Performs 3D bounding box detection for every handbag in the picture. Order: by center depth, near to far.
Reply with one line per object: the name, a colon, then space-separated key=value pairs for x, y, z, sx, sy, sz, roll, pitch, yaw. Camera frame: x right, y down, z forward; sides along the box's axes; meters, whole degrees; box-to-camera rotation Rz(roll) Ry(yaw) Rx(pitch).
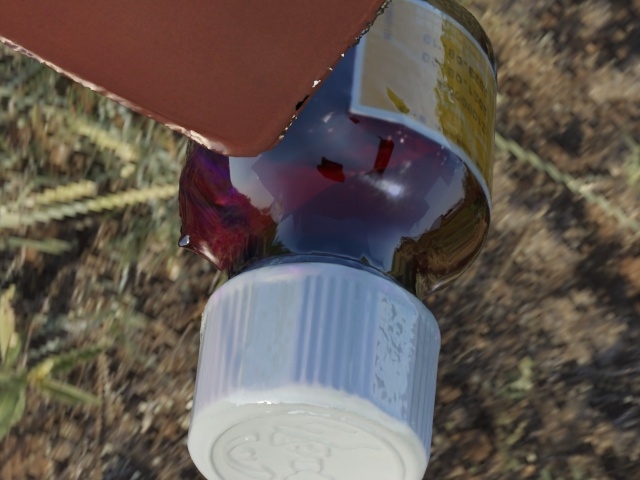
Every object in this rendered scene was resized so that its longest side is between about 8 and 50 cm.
handbag: x=-0.078 y=-0.163 z=0.744 sx=0.260 sy=0.275 sz=0.084 roll=27 pitch=58 yaw=-7

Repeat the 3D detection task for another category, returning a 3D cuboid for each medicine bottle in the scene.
medicine bottle: x=0.000 y=0.000 z=1.389 sx=0.242 sy=0.242 sz=0.395 roll=17 pitch=54 yaw=-7
